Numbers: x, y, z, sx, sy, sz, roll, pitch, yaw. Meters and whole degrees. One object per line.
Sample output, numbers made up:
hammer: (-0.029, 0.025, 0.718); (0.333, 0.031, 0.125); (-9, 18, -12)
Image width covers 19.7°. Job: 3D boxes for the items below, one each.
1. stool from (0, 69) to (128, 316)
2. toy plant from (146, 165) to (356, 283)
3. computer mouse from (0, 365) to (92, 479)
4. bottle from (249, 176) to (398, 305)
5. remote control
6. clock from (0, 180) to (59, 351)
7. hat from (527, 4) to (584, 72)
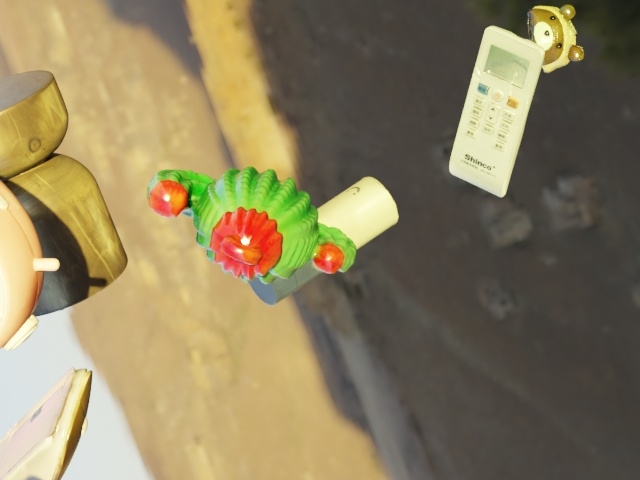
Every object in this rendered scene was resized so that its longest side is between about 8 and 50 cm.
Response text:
stool: (-0.368, -0.057, 2.299); (0.179, 0.179, 0.264); (-124, 14, -69)
toy plant: (-0.063, -0.015, 1.450); (0.154, 0.088, 0.240); (29, -170, 23)
computer mouse: (-0.297, 0.223, 1.945); (0.245, 0.056, 0.126); (-45, 24, 45)
bottle: (0.000, 0.000, 2.288); (0.072, 0.201, 0.072); (42, 152, 28)
remote control: (0.163, -0.118, 1.698); (0.061, 0.029, 0.162); (26, 125, 19)
clock: (-0.387, 0.016, 1.885); (0.241, 0.227, 0.142); (42, -150, -6)
hat: (0.291, -0.253, 2.274); (0.076, 0.059, 0.077); (53, -152, -58)
